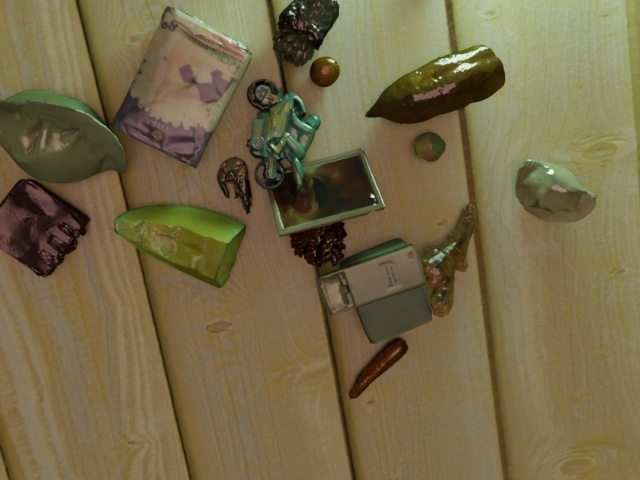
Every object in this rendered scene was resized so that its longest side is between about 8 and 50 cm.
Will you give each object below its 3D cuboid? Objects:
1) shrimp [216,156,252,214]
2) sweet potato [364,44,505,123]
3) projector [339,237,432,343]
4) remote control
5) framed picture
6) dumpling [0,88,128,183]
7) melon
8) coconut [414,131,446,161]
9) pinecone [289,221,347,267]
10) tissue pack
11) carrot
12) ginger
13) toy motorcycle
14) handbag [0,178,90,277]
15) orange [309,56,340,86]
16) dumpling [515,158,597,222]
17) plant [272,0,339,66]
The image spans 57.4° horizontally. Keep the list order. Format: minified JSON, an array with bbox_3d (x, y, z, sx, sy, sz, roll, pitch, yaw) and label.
[{"bbox_3d":[-0.233,-0.147,1.613,0.091,0.034,0.161,-14,95,9],"label":"shrimp"},{"bbox_3d":[0.298,-0.400,1.559,0.370,0.158,0.157,-24,102,-2],"label":"sweet potato"},{"bbox_3d":[0.184,0.143,1.669,0.198,0.108,0.250,-22,103,-2],"label":"projector"},{"bbox_3d":[0.137,0.108,1.586,0.285,0.038,0.123,-20,101,1],"label":"remote control"},{"bbox_3d":[0.007,-0.132,1.576,0.290,0.020,0.211,-14,60,-4],"label":"framed picture"},{"bbox_3d":[-0.671,-0.280,1.462,0.321,0.211,0.270,-12,139,-17],"label":"dumpling"},{"bbox_3d":[-0.382,-0.008,1.575,0.324,0.124,0.196,21,97,-3],"label":"melon"},{"bbox_3d":[0.308,-0.260,1.623,0.081,0.082,0.083,-13,93,30],"label":"coconut"},{"bbox_3d":[0.000,0.000,1.600,0.174,0.173,0.173,-1,100,-6],"label":"pinecone"},{"bbox_3d":[-0.352,-0.390,1.504,0.242,0.125,0.343,27,94,-10],"label":"tissue pack"},{"bbox_3d":[0.166,0.383,1.738,0.059,0.059,0.248,43,96,-11],"label":"carrot"},{"bbox_3d":[0.366,0.049,1.664,0.148,0.081,0.333,31,76,0],"label":"ginger"},{"bbox_3d":[-0.098,-0.281,1.564,0.198,0.109,0.296,1,88,-6],"label":"toy motorcycle"},{"bbox_3d":[-0.750,-0.035,1.555,0.216,0.074,0.203,36,95,-13],"label":"handbag"},{"bbox_3d":[0.012,-0.450,1.557,0.085,0.085,0.085,-1,100,-6],"label":"orange"},{"bbox_3d":[0.653,-0.135,1.671,0.216,0.126,0.166,18,125,-18],"label":"dumpling"},{"bbox_3d":[-0.044,-0.551,1.505,0.129,0.132,0.194,34,91,-8],"label":"plant"}]
